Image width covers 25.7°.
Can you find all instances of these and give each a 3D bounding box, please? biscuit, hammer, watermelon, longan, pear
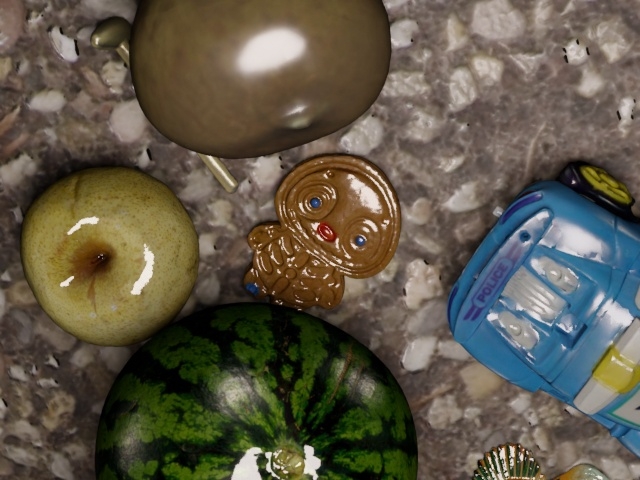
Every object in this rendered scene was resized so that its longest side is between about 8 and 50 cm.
[{"bbox_3d":[0.000,0.000,1.288,0.124,0.026,0.175,39,110,-1],"label":"biscuit"},{"bbox_3d":[-0.138,-0.118,1.269,0.028,0.060,0.195,-35,101,19],"label":"hammer"},{"bbox_3d":[-0.055,0.193,1.223,0.285,0.285,0.285,3,107,11],"label":"watermelon"},{"bbox_3d":[-0.051,-0.166,1.163,0.220,0.196,0.196,-14,103,13],"label":"longan"},{"bbox_3d":[-0.191,0.012,1.274,0.167,0.136,0.167,2,104,10],"label":"pear"}]

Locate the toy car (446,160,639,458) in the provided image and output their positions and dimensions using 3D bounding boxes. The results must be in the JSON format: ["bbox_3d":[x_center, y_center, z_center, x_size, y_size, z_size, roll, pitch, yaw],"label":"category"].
[{"bbox_3d":[0.263,0.083,1.191,0.314,0.166,0.198,33,114,-1],"label":"toy car"}]

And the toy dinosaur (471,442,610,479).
[{"bbox_3d":[0.174,0.242,1.324,0.187,0.044,0.106,12,96,21],"label":"toy dinosaur"}]
